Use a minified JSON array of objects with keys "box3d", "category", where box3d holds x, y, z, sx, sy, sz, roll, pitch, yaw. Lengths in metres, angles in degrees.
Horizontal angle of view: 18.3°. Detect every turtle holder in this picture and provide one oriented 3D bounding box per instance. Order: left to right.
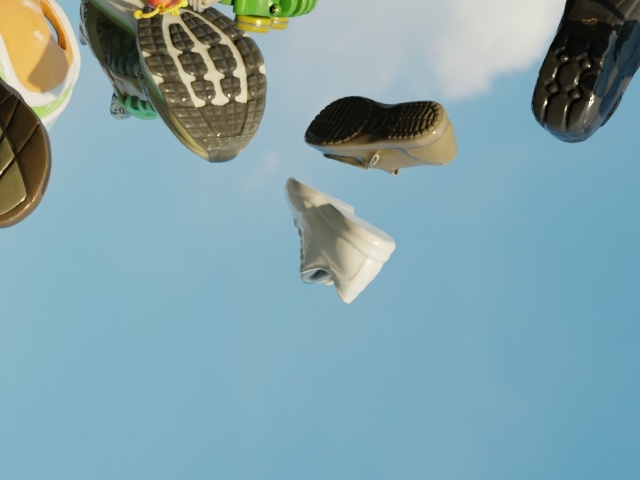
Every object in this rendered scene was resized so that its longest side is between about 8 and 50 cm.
[{"box3d":[-0.378,-0.143,1.986,0.243,0.227,0.320,48,-45,22],"category":"turtle holder"}]

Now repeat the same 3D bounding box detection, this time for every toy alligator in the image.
[{"box3d":[-0.040,-0.184,1.506,0.189,0.051,0.056,-27,128,-68],"category":"toy alligator"}]

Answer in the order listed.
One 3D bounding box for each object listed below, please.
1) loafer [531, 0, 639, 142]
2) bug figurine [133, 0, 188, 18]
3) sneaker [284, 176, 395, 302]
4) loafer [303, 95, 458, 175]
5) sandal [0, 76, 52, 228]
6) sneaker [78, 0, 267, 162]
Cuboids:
[{"box3d":[0.232,-0.183,1.578,0.076,0.078,0.223,24,-89,23],"category":"loafer"},{"box3d":[-0.289,-0.306,2.219,0.279,0.216,0.072,-17,-148,18],"category":"bug figurine"},{"box3d":[0.000,0.000,2.153,0.094,0.080,0.212,-63,-151,9],"category":"sneaker"},{"box3d":[0.046,-0.075,1.518,0.148,0.050,0.056,8,-126,49],"category":"loafer"},{"box3d":[-0.272,-0.081,1.641,0.090,0.060,0.219,-39,-136,-3],"category":"sandal"},{"box3d":[-0.190,-0.201,2.380,0.410,0.158,0.182,58,-38,41],"category":"sneaker"}]
